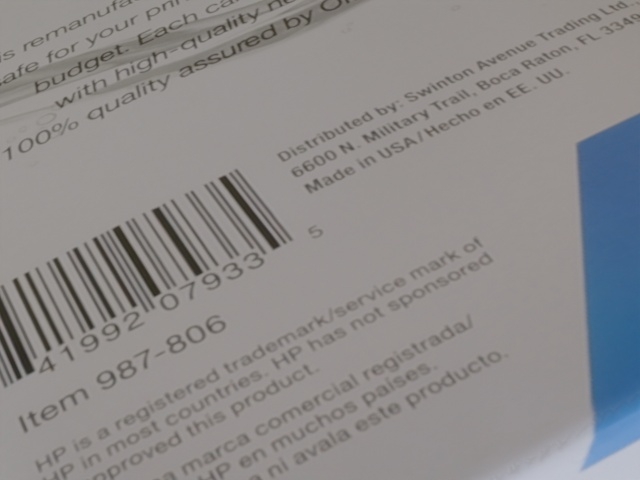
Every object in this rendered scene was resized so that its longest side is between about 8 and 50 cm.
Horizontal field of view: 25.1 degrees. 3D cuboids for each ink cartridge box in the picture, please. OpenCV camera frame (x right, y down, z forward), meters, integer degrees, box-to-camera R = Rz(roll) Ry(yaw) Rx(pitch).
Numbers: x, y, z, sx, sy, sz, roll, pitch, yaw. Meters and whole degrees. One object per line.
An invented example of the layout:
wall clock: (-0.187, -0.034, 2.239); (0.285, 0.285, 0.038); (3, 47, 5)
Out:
ink cartridge box: (0.000, 0.000, 0.510); (0.285, 0.166, 0.395); (-26, -141, -11)
